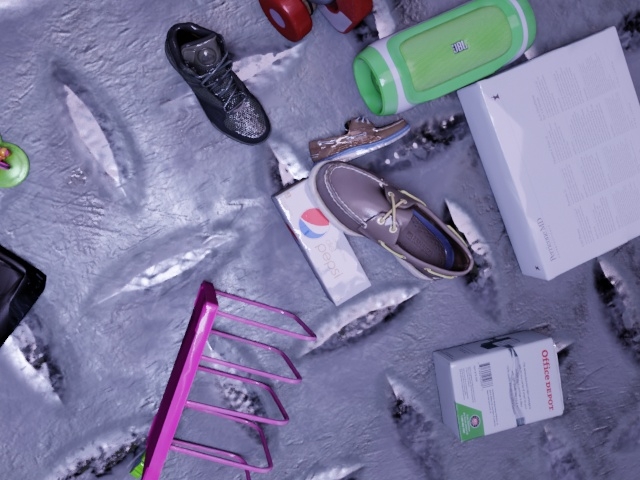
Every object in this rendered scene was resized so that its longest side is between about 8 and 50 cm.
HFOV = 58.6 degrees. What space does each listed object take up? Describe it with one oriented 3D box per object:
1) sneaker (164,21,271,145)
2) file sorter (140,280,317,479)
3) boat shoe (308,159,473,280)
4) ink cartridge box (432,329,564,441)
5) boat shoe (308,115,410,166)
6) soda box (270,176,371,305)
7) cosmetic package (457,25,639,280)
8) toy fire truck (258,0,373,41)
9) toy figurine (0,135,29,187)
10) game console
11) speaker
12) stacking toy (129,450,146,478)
[{"bbox_3d":[-0.161,-0.245,0.899,0.087,0.130,0.227,-38,103,-5],"label":"sneaker"},{"bbox_3d":[-0.146,0.241,0.903,0.182,0.202,0.290,19,90,-14],"label":"file sorter"},{"bbox_3d":[0.125,-0.033,0.957,0.324,0.097,0.116,36,73,-24],"label":"boat shoe"},{"bbox_3d":[0.330,0.265,1.063,0.208,0.087,0.153,-10,96,-10],"label":"ink cartridge box"},{"bbox_3d":[0.066,-0.179,0.983,0.183,0.066,0.066,-25,98,-9],"label":"boat shoe"},{"bbox_3d":[0.000,0.000,0.982,0.074,0.069,0.216,-30,99,-8],"label":"soda box"},{"bbox_3d":[0.453,-0.156,1.052,0.284,0.097,0.377,-24,99,-11],"label":"cosmetic package"},{"bbox_3d":[-0.032,-0.452,0.844,0.169,0.254,0.302,-43,101,-6],"label":"toy fire truck"},{"bbox_3d":[-0.526,-0.131,0.813,0.173,0.159,0.130,25,89,-13],"label":"toy figurine"},{"bbox_3d":[-0.630,0.042,0.866,0.361,0.044,0.213,37,85,-13],"label":"game console"},{"bbox_3d":[0.210,-0.319,0.973,0.297,0.131,0.131,-26,99,-9],"label":"speaker"},{"bbox_3d":[-0.299,0.480,0.969,0.167,0.052,0.221,43,83,-14],"label":"stacking toy"}]
